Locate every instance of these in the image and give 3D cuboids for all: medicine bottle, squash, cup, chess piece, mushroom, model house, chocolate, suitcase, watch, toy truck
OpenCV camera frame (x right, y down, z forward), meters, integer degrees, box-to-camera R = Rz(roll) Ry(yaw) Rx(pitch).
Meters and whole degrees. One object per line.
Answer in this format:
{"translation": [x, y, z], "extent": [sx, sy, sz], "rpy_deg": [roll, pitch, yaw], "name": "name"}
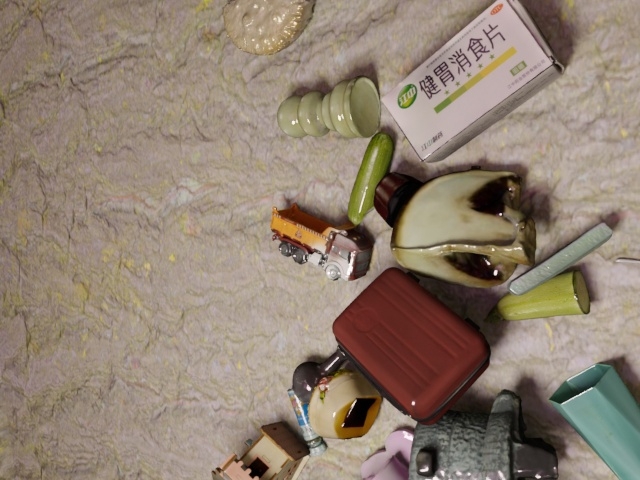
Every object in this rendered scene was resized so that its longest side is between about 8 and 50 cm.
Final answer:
{"translation": [-0.038, 0.497, 1.500], "extent": [0.051, 0.051, 0.190], "rpy_deg": [-24, 85, 30], "name": "medicine bottle"}
{"translation": [0.120, -0.147, 1.313], "extent": [0.069, 0.069, 0.238], "rpy_deg": [27, 109, 25], "name": "squash"}
{"translation": [0.596, 0.377, 1.076], "extent": [0.235, 0.134, 0.148], "rpy_deg": [51, 121, 11], "name": "cup"}
{"translation": [0.005, -0.314, 1.328], "extent": [0.252, 0.145, 0.144], "rpy_deg": [2, 98, 36], "name": "chess piece"}
{"translation": [0.333, -0.028, 1.181], "extent": [0.292, 0.212, 0.217], "rpy_deg": [-8, 50, 39], "name": "mushroom"}
{"translation": [-0.154, 0.613, 1.482], "extent": [0.169, 0.244, 0.325], "rpy_deg": [36, 146, 24], "name": "model house"}
{"translation": [0.175, -0.114, 1.255], "extent": [0.080, 0.148, 0.125], "rpy_deg": [39, 74, 21], "name": "chocolate"}
{"translation": [0.451, 0.139, 1.151], "extent": [0.224, 0.094, 0.094], "rpy_deg": [-24, 84, 36], "name": "squash"}
{"translation": [0.190, 0.222, 1.159], "extent": [0.236, 0.161, 0.297], "rpy_deg": [-43, 53, -8], "name": "suitcase"}
{"translation": [0.168, 0.610, 1.298], "extent": [0.248, 0.218, 0.210], "rpy_deg": [-47, 74, 27], "name": "watch"}
{"translation": [0.000, 0.000, 1.380], "extent": [0.271, 0.114, 0.135], "rpy_deg": [25, 113, 27], "name": "toy truck"}

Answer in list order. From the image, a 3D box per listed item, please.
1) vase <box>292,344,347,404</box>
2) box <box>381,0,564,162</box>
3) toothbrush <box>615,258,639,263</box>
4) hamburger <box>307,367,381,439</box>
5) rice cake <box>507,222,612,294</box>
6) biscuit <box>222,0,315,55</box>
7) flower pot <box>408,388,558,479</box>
{"translation": [0.010, 0.346, 1.423], "extent": [0.120, 0.120, 0.183], "rpy_deg": [46, 102, 17], "name": "vase"}
{"translation": [0.315, -0.325, 1.130], "extent": [0.333, 0.145, 0.173], "rpy_deg": [-36, 80, 29], "name": "box"}
{"translation": [0.654, 0.041, 1.061], "extent": [0.132, 0.011, 0.013], "rpy_deg": [1, 76, 30], "name": "toothbrush"}
{"translation": [0.062, 0.405, 1.340], "extent": [0.116, 0.210, 0.172], "rpy_deg": [22, 95, 40], "name": "hamburger"}
{"translation": [0.479, 0.043, 1.090], "extent": [0.222, 0.080, 0.042], "rpy_deg": [-36, 72, 9], "name": "rice cake"}
{"translation": [-0.129, -0.571, 1.390], "extent": [0.281, 0.084, 0.179], "rpy_deg": [-11, 91, 30], "name": "biscuit"}
{"translation": [0.351, 0.464, 1.133], "extent": [0.283, 0.299, 0.298], "rpy_deg": [-1, 96, 27], "name": "flower pot"}
